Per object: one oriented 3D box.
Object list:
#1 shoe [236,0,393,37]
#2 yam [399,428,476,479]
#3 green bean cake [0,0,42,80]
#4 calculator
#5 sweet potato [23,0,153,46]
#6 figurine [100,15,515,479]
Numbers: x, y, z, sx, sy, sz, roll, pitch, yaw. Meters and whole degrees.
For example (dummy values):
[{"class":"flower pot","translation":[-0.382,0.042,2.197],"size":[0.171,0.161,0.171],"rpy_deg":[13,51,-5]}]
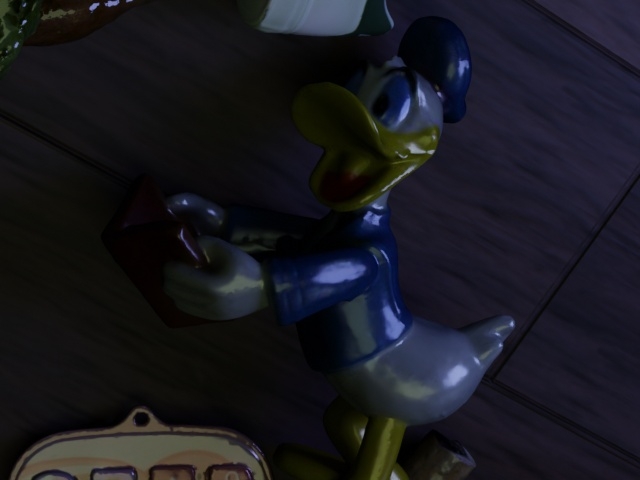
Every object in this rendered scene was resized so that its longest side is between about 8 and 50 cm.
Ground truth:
[{"class":"shoe","translation":[0.034,-0.249,1.193],"size":[0.110,0.095,0.265],"rpy_deg":[13,113,-27]},{"class":"yam","translation":[-0.010,0.269,1.422],"size":[0.327,0.045,0.045],"rpy_deg":[-47,160,10]},{"class":"green bean cake","translation":[-0.281,-0.149,1.118],"size":[0.214,0.113,0.200],"rpy_deg":[38,101,-9]},{"class":"calculator","translation":[-0.130,0.277,1.367],"size":[0.220,0.048,0.329],"rpy_deg":[0,101,-10]},{"class":"sweet potato","translation":[-0.157,-0.152,1.207],"size":[0.117,0.049,0.049],"rpy_deg":[-8,114,-14]},{"class":"figurine","translation":[0.000,0.000,1.270],"size":[0.284,0.204,0.338],"rpy_deg":[22,95,-13]}]
